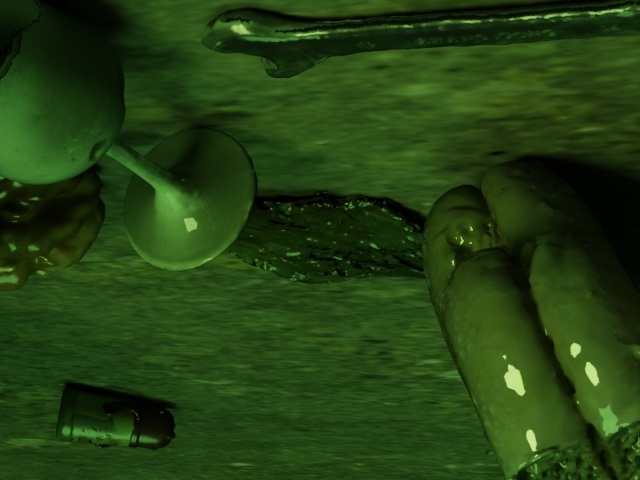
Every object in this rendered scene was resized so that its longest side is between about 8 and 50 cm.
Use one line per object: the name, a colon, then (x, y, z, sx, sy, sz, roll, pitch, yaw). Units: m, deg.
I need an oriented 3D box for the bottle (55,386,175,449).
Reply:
bottle: (-0.173, 0.156, 1.582, 0.101, 0.047, 0.063, 10, 172, -8)

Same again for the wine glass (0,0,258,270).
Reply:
wine glass: (-0.108, -0.052, 0.837, 0.079, 0.079, 0.195, 0, 161, 28)

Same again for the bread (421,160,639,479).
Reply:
bread: (0.118, 0.064, 0.916, 0.102, 0.183, 0.337, -28, 155, 3)

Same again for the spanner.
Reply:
spanner: (0.066, -0.086, 0.745, 0.254, 0.015, 0.054, -1, 162, 30)

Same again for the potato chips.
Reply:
potato chips: (0.000, 0.000, 1.040, 0.209, 0.026, 0.142, 16, 159, -22)

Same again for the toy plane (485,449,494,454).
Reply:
toy plane: (0.172, 0.168, 1.461, 0.083, 0.033, 0.080, 7, 148, 7)

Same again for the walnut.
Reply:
walnut: (-0.206, -0.016, 1.024, 0.170, 0.069, 0.143, 7, 161, -1)
